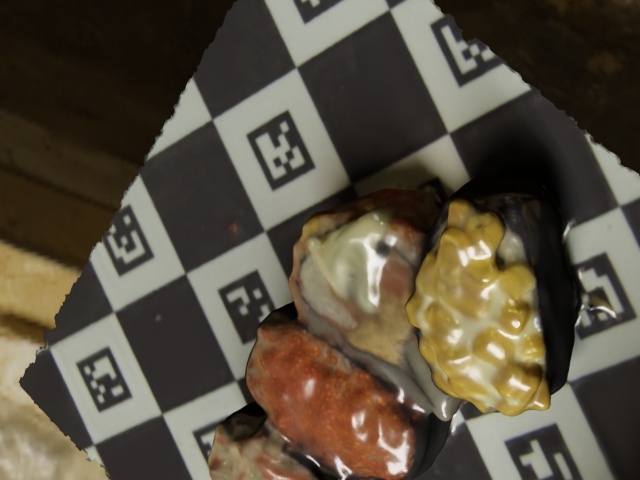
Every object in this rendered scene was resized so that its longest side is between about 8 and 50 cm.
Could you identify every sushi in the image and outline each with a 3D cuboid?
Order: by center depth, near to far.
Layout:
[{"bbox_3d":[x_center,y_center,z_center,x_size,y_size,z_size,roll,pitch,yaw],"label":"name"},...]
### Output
[{"bbox_3d":[-0.002,0.057,0.590,0.050,0.264,0.290,-23,151,-51],"label":"sushi"}]

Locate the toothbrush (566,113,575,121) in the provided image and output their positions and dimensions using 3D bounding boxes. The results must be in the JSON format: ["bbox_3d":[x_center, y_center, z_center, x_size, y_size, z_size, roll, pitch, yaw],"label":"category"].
[{"bbox_3d":[0.175,-0.109,1.709,0.220,0.019,0.016,-12,80,18],"label":"toothbrush"}]
